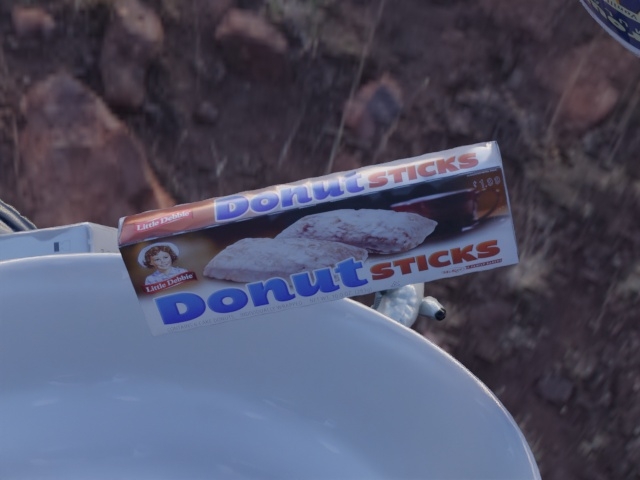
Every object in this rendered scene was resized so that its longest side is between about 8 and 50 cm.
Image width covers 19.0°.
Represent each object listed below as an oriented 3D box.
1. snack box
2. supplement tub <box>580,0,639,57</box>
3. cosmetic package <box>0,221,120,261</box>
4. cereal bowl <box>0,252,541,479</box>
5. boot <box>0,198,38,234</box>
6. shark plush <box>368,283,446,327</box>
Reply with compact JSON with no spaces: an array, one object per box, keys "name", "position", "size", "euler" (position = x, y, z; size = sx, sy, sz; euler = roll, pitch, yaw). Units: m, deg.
[{"name":"snack box","position":[0.000,0.000,0.889],"size":[0.178,0.064,0.022],"euler":[-12,44,4]},{"name":"supplement tub","position":[0.211,-0.209,0.917],"size":[0.235,0.325,0.235],"euler":[-4,74,16]},{"name":"cosmetic package","position":[-0.164,0.080,1.150],"size":[0.224,0.224,0.138],"euler":[-8,82,28]},{"name":"cereal bowl","position":[-0.076,0.144,0.851],"size":[0.339,0.141,0.339],"euler":[8,26,-4]},{"name":"boot","position":[-0.348,0.023,1.451],"size":[0.338,0.118,0.223],"euler":[42,40,-4]},{"name":"shark plush","position":[0.060,0.048,1.849],"size":[0.073,0.067,0.161],"euler":[25,22,-26]}]
